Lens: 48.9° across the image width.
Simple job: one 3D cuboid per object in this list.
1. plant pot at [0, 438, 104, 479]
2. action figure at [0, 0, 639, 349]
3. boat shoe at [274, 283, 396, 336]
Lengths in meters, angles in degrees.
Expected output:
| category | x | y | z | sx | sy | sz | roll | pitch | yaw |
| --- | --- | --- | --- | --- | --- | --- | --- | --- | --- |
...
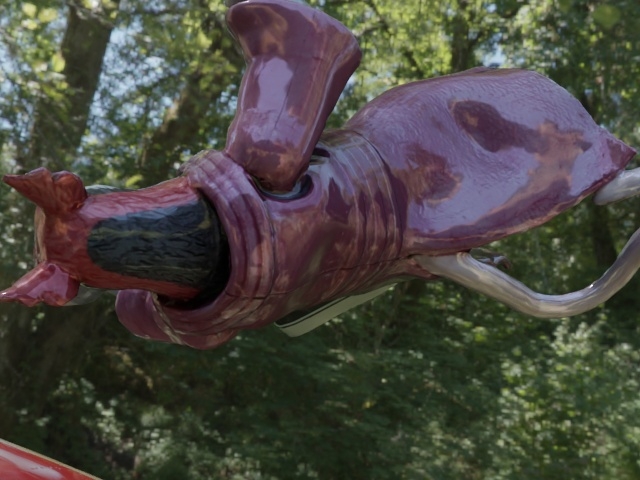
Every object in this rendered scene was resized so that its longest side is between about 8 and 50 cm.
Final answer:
| category | x | y | z | sx | sy | sz | roll | pitch | yaw |
| --- | --- | --- | --- | --- | --- | --- | --- | --- | --- |
| plant pot | -0.149 | 0.198 | 0.333 | 0.191 | 0.174 | 0.191 | 19 | -27 | 10 |
| action figure | 0.000 | 0.000 | 0.409 | 0.276 | 0.248 | 0.370 | 42 | 34 | 24 |
| boat shoe | 0.024 | 0.030 | 0.787 | 0.219 | 0.077 | 0.070 | -35 | -60 | 16 |
